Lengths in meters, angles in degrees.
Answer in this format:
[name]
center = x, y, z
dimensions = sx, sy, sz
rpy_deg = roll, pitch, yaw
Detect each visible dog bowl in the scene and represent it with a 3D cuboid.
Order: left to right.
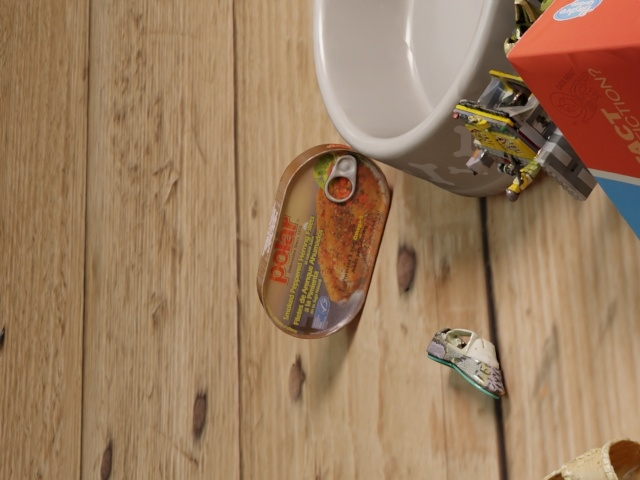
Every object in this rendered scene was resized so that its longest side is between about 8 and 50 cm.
[dog bowl]
center = 0.105, -0.213, 1.480
dimensions = 0.349, 0.102, 0.348
rpy_deg = -19, 68, 59

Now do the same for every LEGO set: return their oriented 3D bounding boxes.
[LEGO set]
center = 0.165, -0.127, 1.190
dimensions = 0.192, 0.255, 0.331
rpy_deg = -55, 37, -5

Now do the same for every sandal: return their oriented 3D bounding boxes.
[sandal]
center = 0.215, 0.176, 1.242
dimensions = 0.240, 0.088, 0.079
rpy_deg = -5, 47, 59

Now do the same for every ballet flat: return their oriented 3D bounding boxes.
[ballet flat]
center = 0.123, 0.096, 1.486
dimensions = 0.114, 0.041, 0.041
rpy_deg = 30, 110, 63

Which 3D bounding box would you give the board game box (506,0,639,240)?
[board game box]
center = 0.270, -0.035, 0.939
dimensions = 0.064, 0.242, 0.316
rpy_deg = -47, 22, -19

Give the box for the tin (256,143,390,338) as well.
[tin]
center = 0.000, 0.000, 1.703
dimensions = 0.040, 0.106, 0.189
rpy_deg = -138, 59, -62
